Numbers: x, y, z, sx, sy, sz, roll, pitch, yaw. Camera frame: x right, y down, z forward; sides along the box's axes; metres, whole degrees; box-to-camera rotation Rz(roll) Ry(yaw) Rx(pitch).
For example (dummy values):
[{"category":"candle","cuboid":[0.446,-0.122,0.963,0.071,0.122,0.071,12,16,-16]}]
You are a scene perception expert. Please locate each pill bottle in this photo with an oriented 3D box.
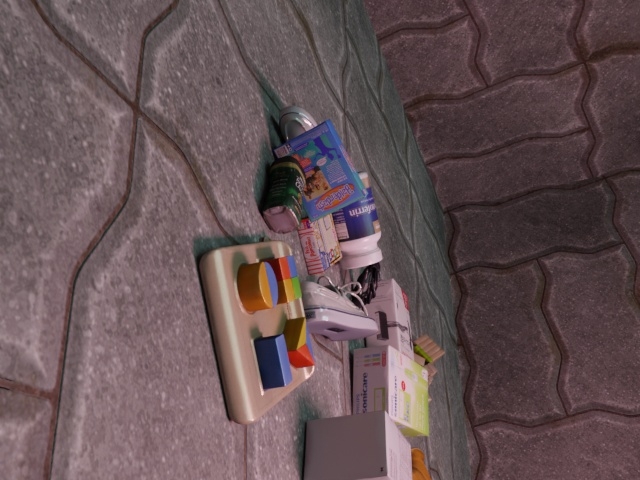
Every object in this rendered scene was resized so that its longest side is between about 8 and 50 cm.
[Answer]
[{"category":"pill bottle","cuboid":[0.091,-0.058,1.920,0.153,0.153,0.265,-35,112,-70]}]

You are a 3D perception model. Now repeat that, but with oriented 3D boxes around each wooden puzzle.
[{"category":"wooden puzzle","cuboid":[-0.095,0.160,1.316,0.348,0.080,0.322,-10,89,-69]}]

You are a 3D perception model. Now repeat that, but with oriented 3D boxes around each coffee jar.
[{"category":"coffee jar","cuboid":[-0.082,-0.111,1.551,0.096,0.079,0.184,61,25,-43]}]

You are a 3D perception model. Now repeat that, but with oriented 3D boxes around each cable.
[{"category":"cable","cuboid":[0.146,0.127,1.982,0.184,0.047,0.150,122,-8,-53]}]

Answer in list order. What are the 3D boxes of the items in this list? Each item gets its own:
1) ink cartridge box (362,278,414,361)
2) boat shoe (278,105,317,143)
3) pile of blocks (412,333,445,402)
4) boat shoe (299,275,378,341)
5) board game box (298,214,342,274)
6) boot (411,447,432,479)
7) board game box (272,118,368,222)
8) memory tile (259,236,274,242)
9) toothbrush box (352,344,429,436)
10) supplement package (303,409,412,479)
[{"category":"ink cartridge box","cuboid":[0.222,0.288,2.156,0.197,0.114,0.273,46,37,-59]},{"category":"boat shoe","cuboid":[-0.042,-0.230,1.738,0.267,0.096,0.088,71,13,-46]},{"category":"pile of blocks","cuboid":[0.350,0.506,2.465,0.112,0.149,0.362,-62,178,37]},{"category":"boat shoe","cuboid":[0.034,0.163,1.678,0.367,0.136,0.156,24,53,-56]},{"category":"board game box","cuboid":[0.000,0.000,1.781,0.193,0.045,0.147,-29,106,-71]},{"category":"boot","cuboid":[0.305,0.735,1.977,0.211,0.104,0.295,38,9,29]},{"category":"board game box","cuboid":[0.000,-0.171,1.640,0.210,0.160,0.047,63,20,-8]},{"category":"memory tile","cuboid":[-0.098,0.054,1.506,0.148,0.012,0.113,26,54,-67]},{"category":"toothbrush box","cuboid":[0.209,0.448,1.929,0.283,0.122,0.206,38,47,-48]},{"category":"supplement package","cuboid":[0.089,0.503,1.493,0.203,0.194,0.149,59,26,-47]}]
